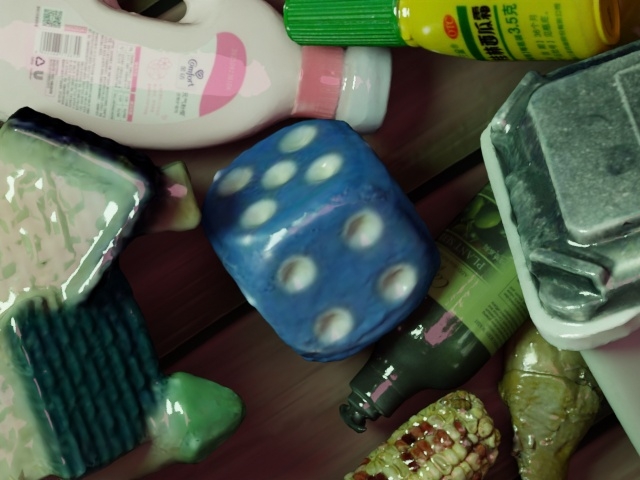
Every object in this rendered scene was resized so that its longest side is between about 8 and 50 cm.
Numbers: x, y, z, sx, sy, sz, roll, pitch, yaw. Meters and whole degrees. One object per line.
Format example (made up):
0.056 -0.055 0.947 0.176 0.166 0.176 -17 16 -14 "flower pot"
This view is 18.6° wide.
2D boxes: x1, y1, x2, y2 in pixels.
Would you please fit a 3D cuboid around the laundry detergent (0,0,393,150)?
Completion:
-0.110 -0.148 1.589 0.335 0.088 0.159 7 86 -7 "laundry detergent"

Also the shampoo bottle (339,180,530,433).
0.117 0.047 1.599 0.101 0.101 0.284 43 84 -3 "shampoo bottle"

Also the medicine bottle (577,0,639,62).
0.288 -0.226 1.567 0.384 0.224 0.224 25 85 -4 "medicine bottle"

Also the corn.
0.034 0.239 1.588 0.098 0.098 0.290 45 81 -3 "corn"

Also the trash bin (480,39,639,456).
0.314 0.028 1.467 0.296 0.255 0.367 -21 133 8 "trash bin"

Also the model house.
-0.212 0.052 1.472 0.284 0.243 0.298 -19 97 2 "model house"

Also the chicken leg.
0.189 0.162 1.622 0.085 0.069 0.197 3 95 -10 "chicken leg"

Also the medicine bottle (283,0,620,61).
0.097 -0.175 1.498 0.261 0.095 0.064 2 57 25 "medicine bottle"

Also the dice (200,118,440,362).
0.000 0.000 1.544 0.146 0.143 0.146 -35 126 -1 "dice"
